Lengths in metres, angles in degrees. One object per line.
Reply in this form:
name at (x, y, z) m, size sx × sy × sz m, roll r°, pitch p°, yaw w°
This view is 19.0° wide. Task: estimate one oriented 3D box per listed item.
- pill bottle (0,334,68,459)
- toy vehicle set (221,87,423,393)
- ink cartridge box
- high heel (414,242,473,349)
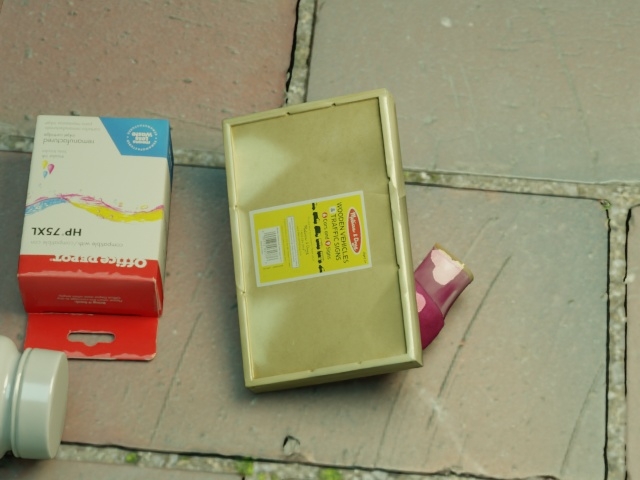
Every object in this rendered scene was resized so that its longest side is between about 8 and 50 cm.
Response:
pill bottle at (-0.339, 0.139, 1.728) m, size 0.208 × 0.119 × 0.119 m, roll 5°, pitch 59°, yaw 2°
toy vehicle set at (0.000, 0.000, 1.798) m, size 0.166 × 0.035 × 0.267 m, roll -9°, pitch 75°, yaw 14°
ink cartridge box at (-0.216, -0.004, 1.840) m, size 0.134 × 0.078 × 0.231 m, roll 1°, pitch 60°, yaw 0°
high heel at (0.021, 0.015, 1.842) m, size 0.244 × 0.082 × 0.117 m, roll 37°, pitch 72°, yaw 13°
